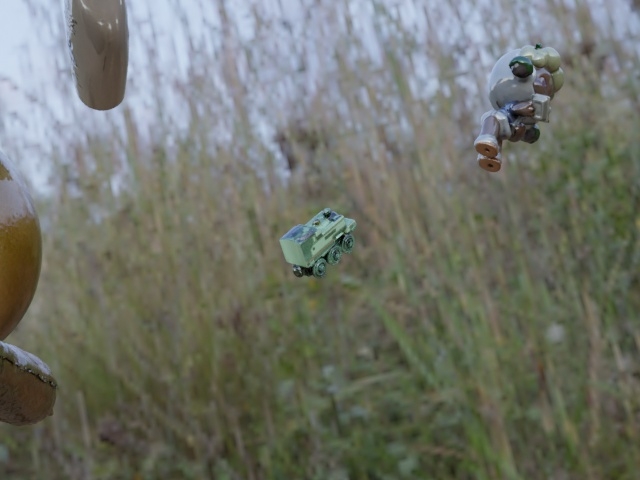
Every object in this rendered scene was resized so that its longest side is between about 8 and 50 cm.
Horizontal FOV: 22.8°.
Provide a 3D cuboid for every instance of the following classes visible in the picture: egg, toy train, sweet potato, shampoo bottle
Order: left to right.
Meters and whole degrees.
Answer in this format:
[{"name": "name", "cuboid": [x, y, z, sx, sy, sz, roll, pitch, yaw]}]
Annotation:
[{"name": "egg", "cuboid": [-0.492, -0.001, 1.980, 0.283, 0.351, 0.282, -16, -45, -17]}, {"name": "sweet potato", "cuboid": [-0.306, 0.123, 1.478, 0.075, 0.075, 0.273, -13, -17, 2]}, {"name": "shampoo bottle", "cuboid": [-0.287, -0.275, 2.043, 0.078, 0.127, 0.257, -16, -31, -17]}, {"name": "toy train", "cuboid": [0.000, 0.000, 1.525, 0.033, 0.053, 0.083, 14, 43, 40]}]

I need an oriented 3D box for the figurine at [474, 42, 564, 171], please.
[{"name": "figurine", "cuboid": [0.254, -0.172, 2.020, 0.094, 0.197, 0.147, 4, -40, 16]}]
